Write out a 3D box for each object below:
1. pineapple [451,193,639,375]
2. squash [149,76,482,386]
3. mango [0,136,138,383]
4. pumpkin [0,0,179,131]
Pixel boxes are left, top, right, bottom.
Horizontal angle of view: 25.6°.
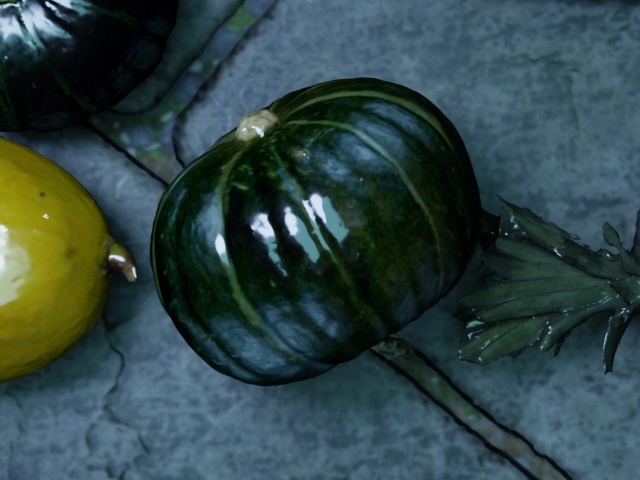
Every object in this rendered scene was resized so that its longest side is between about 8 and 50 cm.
[{"bbox_3d":[0.227,0.036,0.934,0.277,0.119,0.130,5,131,1],"label":"pineapple"},{"bbox_3d":[-0.003,-0.005,0.885,0.218,0.218,0.172,-20,119,-1],"label":"squash"},{"bbox_3d":[-0.273,0.006,0.934,0.317,0.119,0.176,12,91,9],"label":"mango"},{"bbox_3d":[-0.193,-0.169,0.924,0.202,0.140,0.202,0,94,1],"label":"pumpkin"}]
